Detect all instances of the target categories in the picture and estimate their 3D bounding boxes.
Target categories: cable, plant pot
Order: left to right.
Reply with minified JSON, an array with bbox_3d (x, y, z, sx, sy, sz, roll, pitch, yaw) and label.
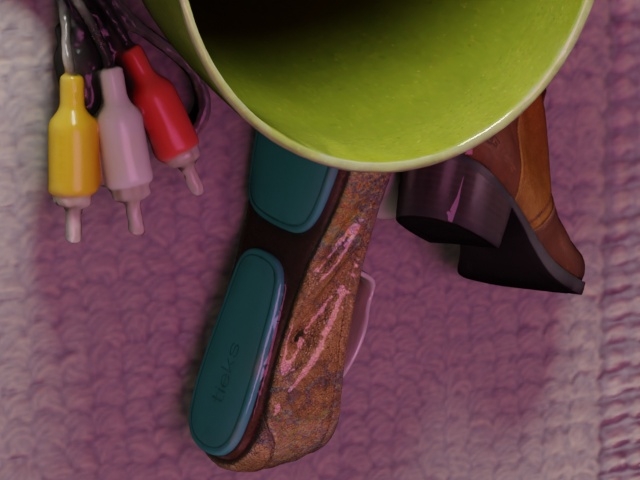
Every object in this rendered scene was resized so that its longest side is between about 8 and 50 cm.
[{"bbox_3d":[-0.144,-0.147,1.312,0.139,0.072,0.287,-23,114,-26],"label":"cable"},{"bbox_3d":[-0.017,-0.206,1.231,0.275,0.293,0.274,-7,107,-25],"label":"plant pot"}]

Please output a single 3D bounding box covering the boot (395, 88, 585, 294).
[{"bbox_3d":[0.151,-0.113,1.468,0.264,0.096,0.280,29,71,-51],"label":"boot"}]

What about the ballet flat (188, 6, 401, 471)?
[{"bbox_3d":[0.000,0.000,1.409,0.123,0.123,0.348,9,104,-29],"label":"ballet flat"}]
